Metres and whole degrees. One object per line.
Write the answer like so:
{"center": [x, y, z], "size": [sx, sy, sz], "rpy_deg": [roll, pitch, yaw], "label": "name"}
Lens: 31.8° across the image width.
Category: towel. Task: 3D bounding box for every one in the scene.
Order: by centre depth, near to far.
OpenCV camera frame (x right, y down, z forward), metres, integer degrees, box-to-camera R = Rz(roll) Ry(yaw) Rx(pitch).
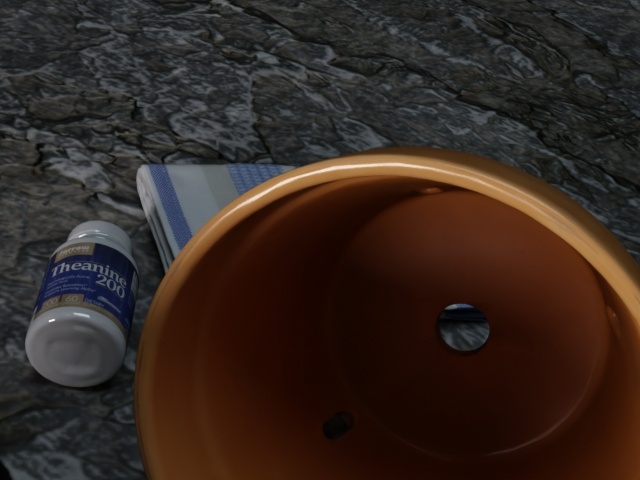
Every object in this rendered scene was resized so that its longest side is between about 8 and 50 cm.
{"center": [0.000, 0.000, 0.929], "size": [0.285, 0.034, 0.209], "rpy_deg": [0, 35, -23], "label": "towel"}

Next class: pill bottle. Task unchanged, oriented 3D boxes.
{"center": [-0.162, 0.039, 0.785], "size": [0.067, 0.067, 0.120], "rpy_deg": [9, 35, -8], "label": "pill bottle"}

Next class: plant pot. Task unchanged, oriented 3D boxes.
{"center": [0.067, 0.080, 0.655], "size": [0.291, 0.290, 0.203], "rpy_deg": [23, 18, 12], "label": "plant pot"}
